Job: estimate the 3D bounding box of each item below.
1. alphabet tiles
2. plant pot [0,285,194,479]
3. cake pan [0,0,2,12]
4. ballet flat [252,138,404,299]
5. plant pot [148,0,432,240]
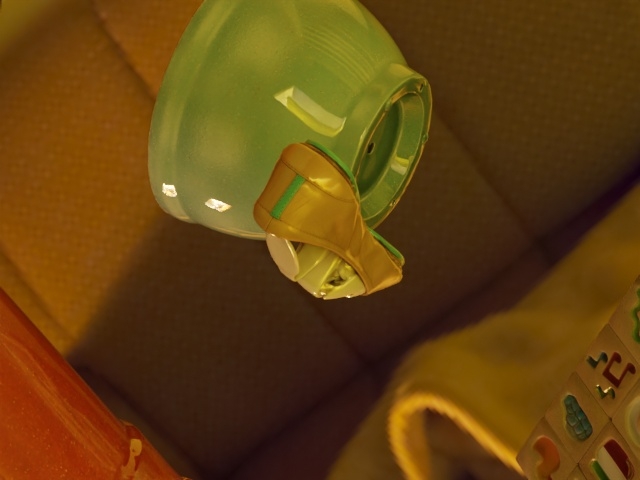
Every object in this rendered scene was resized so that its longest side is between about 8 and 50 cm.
[{"bbox_3d":[0.278,0.206,1.332,0.285,0.011,0.342,57,134,37],"label":"alphabet tiles"},{"bbox_3d":[-0.240,0.127,0.944,0.272,0.265,0.272,-30,17,10],"label":"plant pot"},{"bbox_3d":[-0.487,-0.273,2.038,0.054,0.293,0.293,22,56,23],"label":"cake pan"},{"bbox_3d":[0.000,0.000,1.160,0.073,0.080,0.232,-53,-23,-8],"label":"ballet flat"},{"bbox_3d":[-0.010,-0.119,1.695,0.196,0.293,0.293,25,59,22],"label":"plant pot"}]
